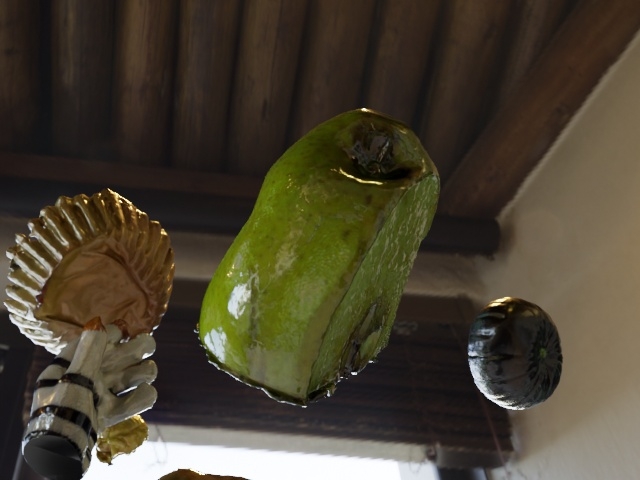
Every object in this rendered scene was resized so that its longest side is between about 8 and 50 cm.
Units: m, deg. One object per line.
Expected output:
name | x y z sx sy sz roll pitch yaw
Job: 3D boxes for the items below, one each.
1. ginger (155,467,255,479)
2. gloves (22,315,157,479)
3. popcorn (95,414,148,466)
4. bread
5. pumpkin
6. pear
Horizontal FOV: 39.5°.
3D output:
ginger | -0.077 0.350 0.990 0.219 0.270 0.123 24 -88 -32
gloves | -0.307 0.197 1.175 0.131 0.218 0.140 -23 -57 24
popcorn | -0.289 0.265 1.254 0.084 0.084 0.084 -3 -55 -4
bread | -0.335 0.068 1.348 0.274 0.149 0.274 -18 -56 -29
pumpkin | 0.343 0.199 1.585 0.140 0.202 0.202 -8 -44 46
pear | 0.000 0.000 0.841 0.164 0.238 0.255 25 -75 18
